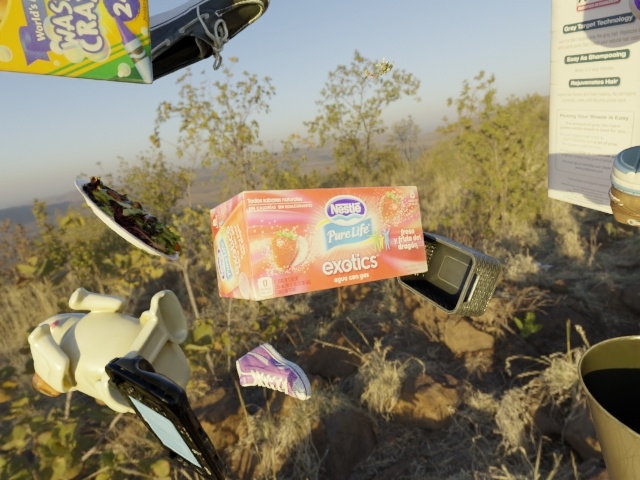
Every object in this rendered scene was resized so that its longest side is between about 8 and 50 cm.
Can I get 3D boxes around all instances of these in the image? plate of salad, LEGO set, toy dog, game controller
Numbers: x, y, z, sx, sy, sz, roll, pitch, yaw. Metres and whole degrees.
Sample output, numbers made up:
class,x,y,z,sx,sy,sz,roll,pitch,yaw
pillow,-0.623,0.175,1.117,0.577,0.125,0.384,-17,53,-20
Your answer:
class,x,y,z,sx,sy,sz,roll,pitch,yaw
plate of salad,-0.304,-0.039,0.698,0.048,0.200,0.200,-48,19,-3
LEGO set,0.146,-0.409,1.026,0.083,0.023,0.054,-35,-24,5
toy dog,-0.566,0.295,1.132,0.408,0.395,0.284,3,52,18
game controller,-0.255,0.319,0.731,0.167,0.319,0.067,23,49,32

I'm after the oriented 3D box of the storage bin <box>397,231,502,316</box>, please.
class,x,y,z,sx,sy,sz,roll,pitch,yaw
storage bin,0.254,0.064,0.862,0.084,0.122,0.180,12,12,-32

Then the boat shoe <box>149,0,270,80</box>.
class,x,y,z,sx,sy,sz,roll,pitch,yaw
boat shoe,-0.222,-0.388,0.801,0.306,0.104,0.113,-26,-15,-12

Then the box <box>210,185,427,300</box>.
class,x,y,z,sx,sy,sz,roll,pitch,yaw
box,0.000,0.000,0.664,0.300,0.142,0.154,-6,-2,-30

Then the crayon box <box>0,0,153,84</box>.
class,x,y,z,sx,sy,sz,roll,pitch,yaw
crayon box,-0.371,-0.302,0.500,0.083,0.203,0.323,18,22,39

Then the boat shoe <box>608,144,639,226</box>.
class,x,y,z,sx,sy,sz,roll,pitch,yaw
boat shoe,0.309,-0.024,0.297,0.183,0.066,0.066,20,52,38

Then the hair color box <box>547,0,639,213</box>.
class,x,y,z,sx,sy,sz,roll,pitch,yaw
hair color box,0.449,-0.223,0.641,0.105,0.347,0.174,-16,22,-13

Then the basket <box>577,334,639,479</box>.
class,x,y,z,sx,sy,sz,roll,pitch,yaw
basket,0.371,0.238,0.415,0.154,0.226,0.204,-24,19,-18

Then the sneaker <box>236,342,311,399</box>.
class,x,y,z,sx,sy,sz,roll,pitch,yaw
sneaker,-0.164,0.445,1.360,0.161,0.102,0.282,-18,26,-39

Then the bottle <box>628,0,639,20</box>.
class,x,y,z,sx,sy,sz,roll,pitch,yaw
bottle,0.348,-0.277,0.365,0.118,0.092,0.283,-38,-10,19
